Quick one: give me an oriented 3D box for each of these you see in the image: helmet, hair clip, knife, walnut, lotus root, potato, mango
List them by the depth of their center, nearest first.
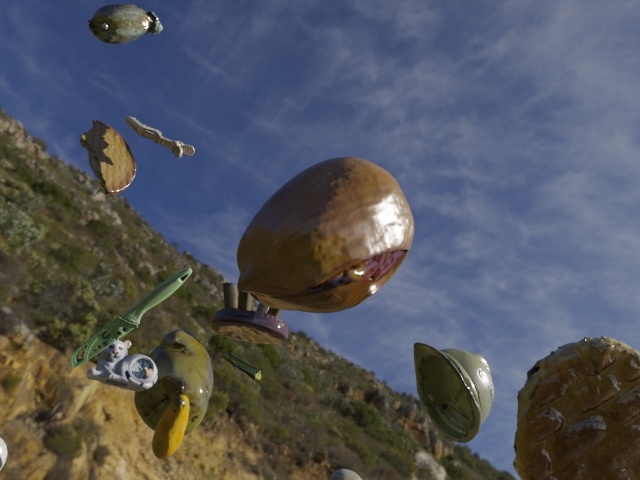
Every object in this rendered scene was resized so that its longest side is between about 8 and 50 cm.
[{"bbox_3d":[0.000,0.000,0.778,0.203,0.297,0.203,32,-44,38],"label":"walnut"},{"bbox_3d":[-0.375,0.153,1.126,0.043,0.293,0.020,56,-14,-16],"label":"knife"},{"bbox_3d":[0.321,0.317,1.269,0.204,0.137,0.258,34,-38,50],"label":"helmet"},{"bbox_3d":[-0.449,-0.499,1.288,0.088,0.165,0.088,45,-36,47],"label":"lotus root"},{"bbox_3d":[-0.387,0.482,1.456,0.075,0.098,0.190,17,-80,-11],"label":"mango"},{"bbox_3d":[-0.476,-0.298,1.616,0.225,0.072,0.034,27,-67,3],"label":"hair clip"},{"bbox_3d":[-0.424,0.412,1.675,0.218,0.351,0.203,24,-59,-16],"label":"potato"}]

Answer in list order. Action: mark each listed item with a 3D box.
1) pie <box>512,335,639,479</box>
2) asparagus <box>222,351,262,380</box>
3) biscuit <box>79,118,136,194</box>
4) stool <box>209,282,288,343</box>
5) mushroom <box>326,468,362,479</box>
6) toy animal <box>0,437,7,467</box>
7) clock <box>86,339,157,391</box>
[{"bbox_3d":[0.486,0.336,0.982,0.339,0.340,0.083,29,-1,-8],"label":"pie"},{"bbox_3d":[-0.179,0.285,1.272,0.108,0.025,0.021,30,-27,10],"label":"asparagus"},{"bbox_3d":[-0.609,-0.230,1.597,0.176,0.229,0.031,27,-43,-32],"label":"biscuit"},{"bbox_3d":[-0.234,0.244,1.932,0.271,0.179,0.272,8,-23,3],"label":"stool"},{"bbox_3d":[0.018,0.730,1.480,0.243,0.244,0.244,13,-40,11],"label":"mushroom"},{"bbox_3d":[-0.689,0.437,1.101,0.130,0.104,0.220,35,-25,-18],"label":"toy animal"},{"bbox_3d":[-0.511,0.323,1.476,0.176,0.117,0.080,22,-33,-21],"label":"clock"}]
